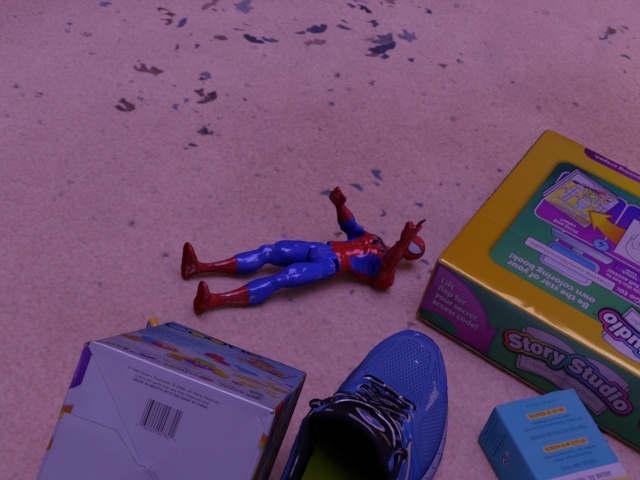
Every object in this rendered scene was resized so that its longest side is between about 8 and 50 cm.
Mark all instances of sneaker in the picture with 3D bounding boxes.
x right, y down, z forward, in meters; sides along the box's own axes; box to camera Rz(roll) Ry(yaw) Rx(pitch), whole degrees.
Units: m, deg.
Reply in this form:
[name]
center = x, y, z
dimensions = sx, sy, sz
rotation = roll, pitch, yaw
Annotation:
[sneaker]
center = 0.047, 0.191, 1.009
dimensions = 0.130, 0.147, 0.330
rotation = 25, 44, 9

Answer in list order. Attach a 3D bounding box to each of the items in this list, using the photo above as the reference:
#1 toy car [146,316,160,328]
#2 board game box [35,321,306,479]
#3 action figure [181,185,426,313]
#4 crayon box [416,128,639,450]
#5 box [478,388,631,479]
[toy car]
center = -0.183, 0.124, 1.085
dimensions = 0.060, 0.040, 0.122
rotation = 1, 46, -16
[board game box]
center = -0.110, 0.161, 0.890
dimensions = 0.144, 0.142, 0.275
rotation = 20, 0, 5
[action figure]
center = 0.000, 0.000, 1.201
dimensions = 0.280, 0.139, 0.091
rotation = -5, 49, -25
[crayon box]
center = 0.343, 0.060, 1.259
dimensions = 0.363, 0.106, 0.313
rotation = 31, 47, 15
[box]
center = 0.255, 0.263, 1.060
dimensions = 0.100, 0.060, 0.244
rotation = -8, 49, -23
